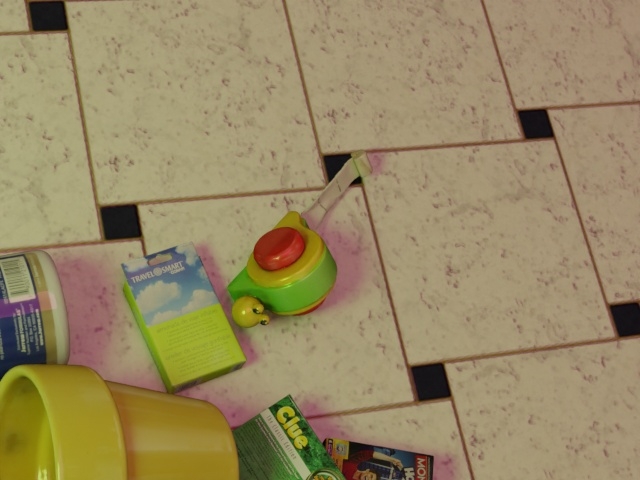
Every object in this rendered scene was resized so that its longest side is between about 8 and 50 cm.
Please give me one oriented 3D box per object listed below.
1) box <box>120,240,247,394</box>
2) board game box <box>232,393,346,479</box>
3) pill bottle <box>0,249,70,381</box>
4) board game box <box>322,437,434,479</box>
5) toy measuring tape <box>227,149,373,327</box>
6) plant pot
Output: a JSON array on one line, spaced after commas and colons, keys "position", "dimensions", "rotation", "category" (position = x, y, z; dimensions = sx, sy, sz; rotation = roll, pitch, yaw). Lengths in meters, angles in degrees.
[{"position": [-0.181, 0.099, 1.673], "dimensions": [0.109, 0.042, 0.178], "rotation": [-19, 72, -24], "category": "box"}, {"position": [-0.025, 0.326, 1.568], "dimensions": [0.136, 0.030, 0.259], "rotation": [-32, 63, -6], "category": "board game box"}, {"position": [-0.443, 0.104, 1.530], "dimensions": [0.265, 0.153, 0.153], "rotation": [-10, 69, -20], "category": "pill bottle"}, {"position": [0.083, 0.362, 1.620], "dimensions": [0.194, 0.060, 0.194], "rotation": [12, 63, -11], "category": "board game box"}, {"position": [0.000, 0.000, 1.728], "dimensions": [0.121, 0.121, 0.330], "rotation": [40, 62, 4], "category": "toy measuring tape"}, {"position": [-0.234, 0.267, 1.478], "dimensions": [0.239, 0.254, 0.253], "rotation": [2, 65, -31], "category": "plant pot"}]
